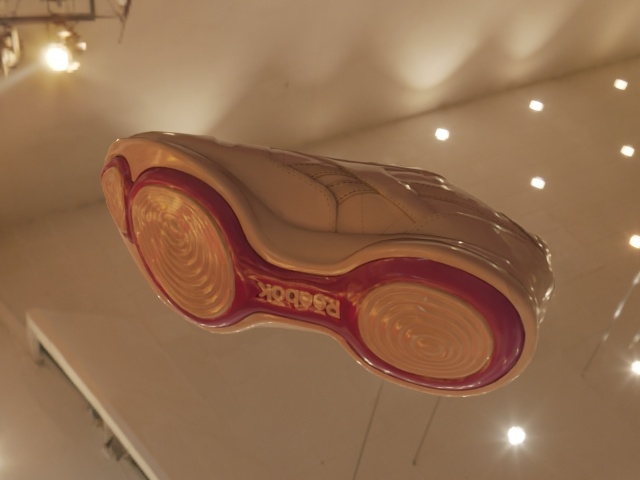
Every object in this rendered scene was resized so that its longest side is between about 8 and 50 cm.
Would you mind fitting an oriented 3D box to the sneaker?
[{"bbox_3d":[0.000,0.000,0.535,0.305,0.114,0.152,21,-150,20],"label":"sneaker"}]
